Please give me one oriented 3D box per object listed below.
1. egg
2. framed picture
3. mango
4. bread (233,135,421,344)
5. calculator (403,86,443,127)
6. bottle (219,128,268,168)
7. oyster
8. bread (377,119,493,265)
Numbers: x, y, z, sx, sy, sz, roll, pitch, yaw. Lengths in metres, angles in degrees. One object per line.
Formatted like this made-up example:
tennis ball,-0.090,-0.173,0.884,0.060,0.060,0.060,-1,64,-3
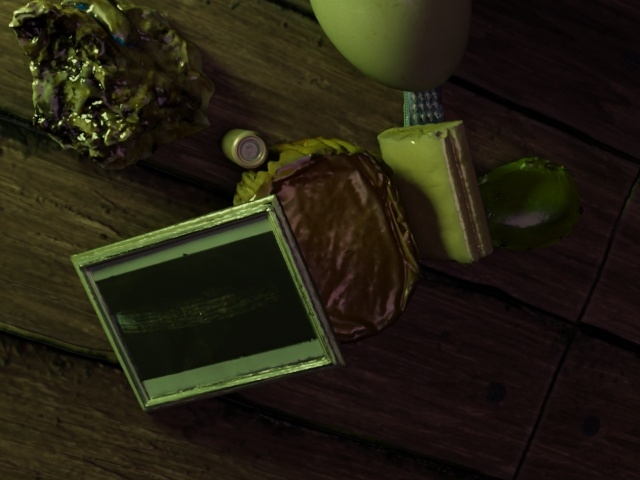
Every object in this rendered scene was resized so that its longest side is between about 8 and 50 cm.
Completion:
egg,0.085,-0.296,1.323,0.189,0.188,0.253,-28,107,-11
framed picture,-0.139,0.085,1.325,0.293,0.018,0.231,-16,107,23
mango,0.258,-0.044,1.469,0.178,0.100,0.119,-5,65,-8
bread,0.000,0.000,1.376,0.227,0.142,0.253,-18,101,-12
calculator,0.130,-0.216,1.442,0.057,0.018,0.172,-9,100,-17
bottle,-0.095,-0.114,1.348,0.045,0.096,0.045,-3,100,-15
oyster,-0.236,-0.194,1.305,0.223,0.083,0.214,-19,107,-19
bread,0.144,-0.059,1.411,0.060,0.139,0.178,-28,107,-38
